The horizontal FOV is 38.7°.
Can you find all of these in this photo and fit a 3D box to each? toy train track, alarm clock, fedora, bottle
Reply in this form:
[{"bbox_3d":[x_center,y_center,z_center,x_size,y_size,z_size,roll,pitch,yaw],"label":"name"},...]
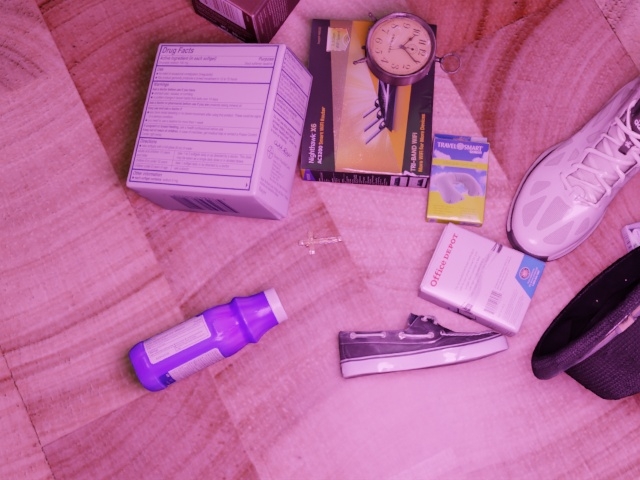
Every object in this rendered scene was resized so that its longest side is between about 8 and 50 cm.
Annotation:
[{"bbox_3d":[0.000,0.000,1.719,0.083,0.014,0.048,-6,77,0],"label":"toy train track"},{"bbox_3d":[0.166,-0.345,1.680,0.192,0.064,0.129,16,78,7],"label":"alarm clock"},{"bbox_3d":[0.516,0.150,1.532,0.334,0.334,0.152,-44,90,-7],"label":"fedora"},{"bbox_3d":[-0.197,0.173,1.634,0.282,0.118,0.092,-26,77,-3],"label":"bottle"}]

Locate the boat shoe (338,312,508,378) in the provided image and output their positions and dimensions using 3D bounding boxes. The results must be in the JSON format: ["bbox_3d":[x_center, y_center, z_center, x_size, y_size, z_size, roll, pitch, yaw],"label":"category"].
[{"bbox_3d":[0.181,0.178,1.632,0.301,0.108,0.102,-9,79,7],"label":"boat shoe"}]

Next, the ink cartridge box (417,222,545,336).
[{"bbox_3d":[0.290,0.072,1.657,0.190,0.082,0.140,23,79,8],"label":"ink cartridge box"}]

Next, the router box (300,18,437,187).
[{"bbox_3d":[0.093,-0.262,1.739,0.242,0.081,0.309,3,77,3],"label":"router box"}]

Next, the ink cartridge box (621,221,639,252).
[{"bbox_3d":[0.677,0.049,1.646,0.208,0.045,0.206,-14,76,0],"label":"ink cartridge box"}]

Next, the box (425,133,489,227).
[{"bbox_3d":[0.260,-0.119,1.722,0.109,0.042,0.178,6,79,3],"label":"box"}]

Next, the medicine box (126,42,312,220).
[{"bbox_3d":[-0.179,-0.203,1.666,0.263,0.149,0.289,6,77,23],"label":"medicine box"}]

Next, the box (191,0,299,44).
[{"bbox_3d":[-0.132,-0.510,1.759,0.168,0.167,0.203,33,81,9],"label":"box"}]

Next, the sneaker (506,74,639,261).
[{"bbox_3d":[0.503,-0.163,1.612,0.169,0.257,0.447,41,82,10],"label":"sneaker"}]
